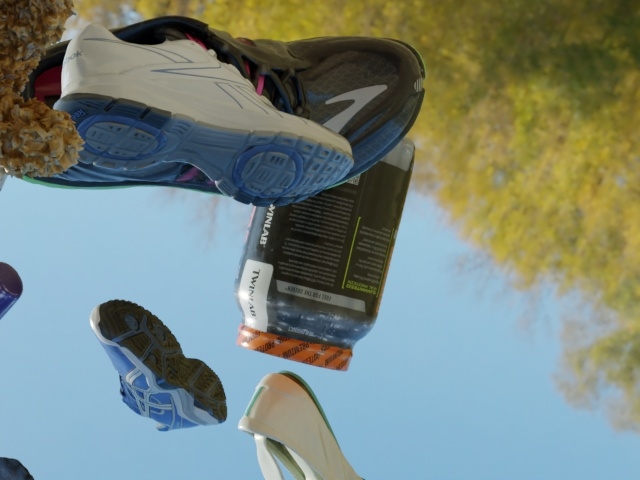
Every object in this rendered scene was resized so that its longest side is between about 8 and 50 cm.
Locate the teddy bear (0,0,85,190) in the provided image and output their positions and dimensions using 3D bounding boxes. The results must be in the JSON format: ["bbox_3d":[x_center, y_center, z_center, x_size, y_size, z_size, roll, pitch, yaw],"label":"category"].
[{"bbox_3d":[-0.237,-0.142,0.915,0.245,0.338,0.113,20,-163,33],"label":"teddy bear"}]

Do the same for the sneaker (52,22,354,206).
[{"bbox_3d":[-0.096,-0.119,1.206,0.297,0.111,0.129,17,-131,-32],"label":"sneaker"}]

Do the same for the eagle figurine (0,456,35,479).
[{"bbox_3d":[-0.423,0.373,1.696,0.298,0.225,0.226,32,-169,5],"label":"eagle figurine"}]

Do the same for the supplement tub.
[{"bbox_3d":[0.000,0.000,1.863,0.207,0.338,0.207,14,177,1],"label":"supplement tub"}]

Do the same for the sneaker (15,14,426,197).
[{"bbox_3d":[-0.109,-0.136,1.400,0.482,0.185,0.202,-8,175,-14],"label":"sneaker"}]

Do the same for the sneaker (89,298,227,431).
[{"bbox_3d":[-0.177,0.138,1.366,0.211,0.081,0.080,53,-157,-41],"label":"sneaker"}]

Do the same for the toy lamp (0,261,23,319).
[{"bbox_3d":[-0.469,0.108,1.588,0.080,0.274,0.080,51,-160,-27],"label":"toy lamp"}]

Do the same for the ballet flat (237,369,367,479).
[{"bbox_3d":[0.003,0.374,1.977,0.400,0.139,0.139,57,-175,-20],"label":"ballet flat"}]
